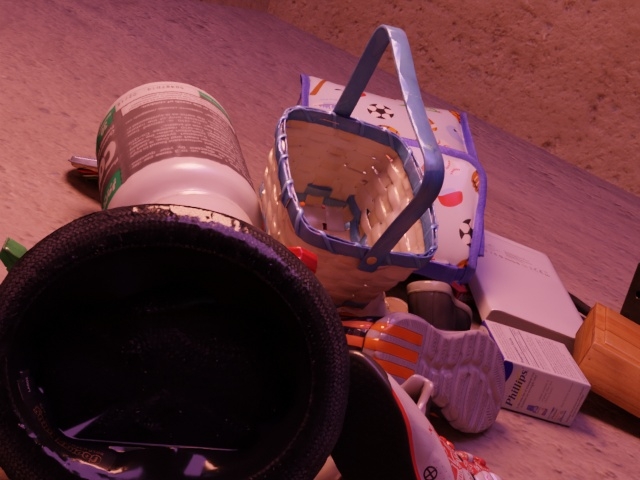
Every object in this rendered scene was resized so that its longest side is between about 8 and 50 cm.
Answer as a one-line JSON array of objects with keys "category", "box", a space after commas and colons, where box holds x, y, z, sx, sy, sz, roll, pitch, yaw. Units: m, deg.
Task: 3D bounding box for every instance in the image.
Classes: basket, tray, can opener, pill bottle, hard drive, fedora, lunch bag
[{"category": "basket", "box": [0.045, -0.076, 1.302, 0.201, 0.289, 0.254, 8, 49, -20]}, {"category": "tray", "box": [0.575, 0.246, 1.644, 0.411, 0.076, 0.203, 31, 20, 6]}, {"category": "can opener", "box": [0.468, 0.139, 1.947, 0.059, 0.073, 0.186, -39, 49, -24]}, {"category": "pill bottle", "box": [-0.189, -0.052, 1.470, 0.204, 0.204, 0.361, 14, 26, -22]}, {"category": "hard drive", "box": [0.339, 0.081, 1.891, 0.203, 0.040, 0.307, 21, 25, -15]}, {"category": "fedora", "box": [-0.145, 0.124, 1.040, 0.334, 0.334, 0.152, 20, -12, -3]}, {"category": "lunch bag", "box": [0.094, -0.090, 1.850, 0.328, 0.239, 0.385, 12, 35, -7]}]

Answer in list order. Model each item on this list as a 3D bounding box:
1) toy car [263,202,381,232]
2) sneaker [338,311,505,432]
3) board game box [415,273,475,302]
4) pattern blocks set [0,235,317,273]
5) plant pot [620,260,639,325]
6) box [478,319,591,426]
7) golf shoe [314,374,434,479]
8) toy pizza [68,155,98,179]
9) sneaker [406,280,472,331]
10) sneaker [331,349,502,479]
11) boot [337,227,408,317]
[{"category": "toy car", "box": [0.000, 0.000, 1.601, 0.182, 0.159, 0.136, 23, 5, 3]}, {"category": "sneaker", "box": [0.094, 0.147, 1.374, 0.180, 0.124, 0.321, 6, -18, 40]}, {"category": "board game box", "box": [0.195, 0.032, 1.968, 0.145, 0.027, 0.281, 5, 25, -44]}, {"category": "pattern blocks set", "box": [-0.170, 0.053, 1.169, 0.325, 0.285, 0.026, 9, 58, 0]}, {"category": "plant pot", "box": [0.674, 0.104, 2.074, 0.167, 0.187, 0.188, -11, 35, -38]}, {"category": "box", "box": [0.291, 0.186, 1.563, 0.137, 0.072, 0.126, 18, 19, -12]}, {"category": "golf shoe", "box": [0.015, 0.202, 1.142, 0.105, 0.120, 0.273, 35, 24, 31]}, {"category": "toy pizza", "box": [-0.295, -0.102, 1.737, 0.201, 0.032, 0.201, 9, 4, -1]}, {"category": "sneaker", "box": [0.162, 0.141, 1.567, 0.083, 0.118, 0.222, -2, -18, 19]}, {"category": "sneaker", "box": [0.098, 0.221, 1.092, 0.270, 0.090, 0.145, 59, 23, 6]}, {"category": "boot", "box": [0.075, 0.058, 1.535, 0.213, 0.165, 0.077, -2, 30, -48]}]
